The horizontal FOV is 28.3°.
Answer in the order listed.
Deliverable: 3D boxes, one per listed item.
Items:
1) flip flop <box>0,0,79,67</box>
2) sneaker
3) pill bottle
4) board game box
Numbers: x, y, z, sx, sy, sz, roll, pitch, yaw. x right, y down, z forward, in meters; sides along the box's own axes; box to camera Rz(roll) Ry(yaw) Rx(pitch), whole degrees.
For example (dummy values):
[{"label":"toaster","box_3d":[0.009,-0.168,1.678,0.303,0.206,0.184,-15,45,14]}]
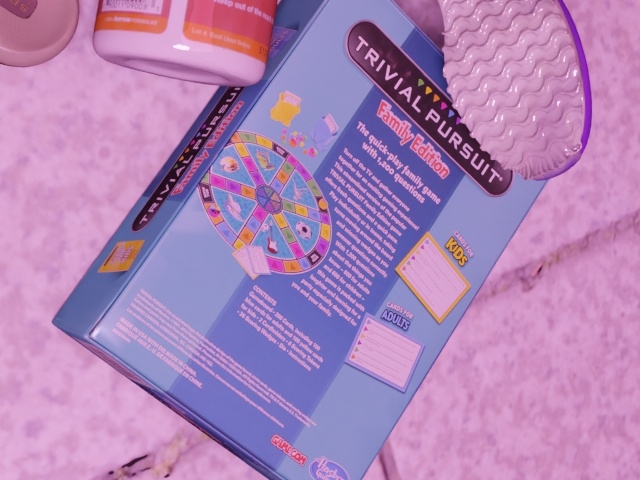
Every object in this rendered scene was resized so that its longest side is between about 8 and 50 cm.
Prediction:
[{"label":"flip flop","box_3d":[-0.261,-0.208,0.787,0.277,0.080,0.112,39,75,-28]},{"label":"sneaker","box_3d":[0.148,-0.181,0.970,0.146,0.102,0.293,5,60,-54]},{"label":"pill bottle","box_3d":[-0.080,-0.222,0.870,0.121,0.121,0.216,11,90,-31]},{"label":"board game box","box_3d":[0.000,0.000,0.964,0.254,0.079,0.336,41,74,-27]}]
